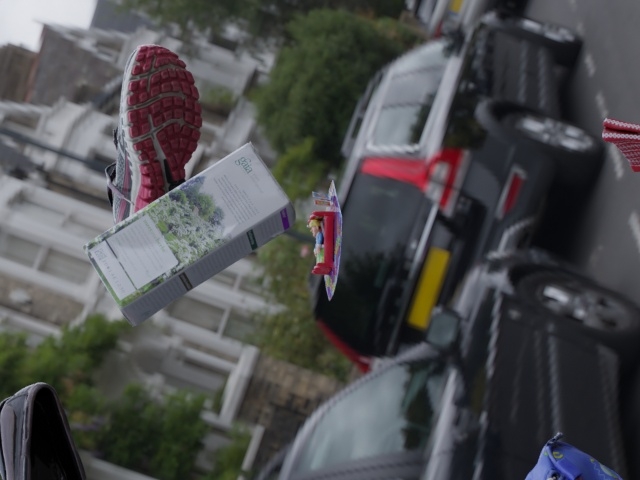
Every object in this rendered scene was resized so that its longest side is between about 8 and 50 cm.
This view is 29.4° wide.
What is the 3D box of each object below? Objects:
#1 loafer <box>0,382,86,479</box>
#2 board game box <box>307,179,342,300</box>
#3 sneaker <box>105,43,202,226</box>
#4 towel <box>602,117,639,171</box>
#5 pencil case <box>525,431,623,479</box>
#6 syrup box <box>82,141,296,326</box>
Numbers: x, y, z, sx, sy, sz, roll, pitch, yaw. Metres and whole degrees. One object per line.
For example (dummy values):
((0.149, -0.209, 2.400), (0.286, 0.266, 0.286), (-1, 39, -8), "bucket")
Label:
((-0.338, 0.324, 1.532), (0.095, 0.109, 0.303), (-40, 63, 41), "loafer")
((0.000, 0.000, 1.670), (0.169, 0.033, 0.133), (-100, 16, -61), "board game box")
((-0.234, -0.107, 1.604), (0.121, 0.112, 0.299), (-5, -80, -45), "sneaker")
((0.481, -0.103, 1.592), (0.275, 0.198, 0.031), (14, -89, -67), "towel")
((0.278, 0.410, 1.614), (0.119, 0.133, 0.306), (44, 109, 44), "pencil case")
((-0.152, -0.007, 1.450), (0.237, 0.093, 0.096), (-33, -15, -8), "syrup box")
